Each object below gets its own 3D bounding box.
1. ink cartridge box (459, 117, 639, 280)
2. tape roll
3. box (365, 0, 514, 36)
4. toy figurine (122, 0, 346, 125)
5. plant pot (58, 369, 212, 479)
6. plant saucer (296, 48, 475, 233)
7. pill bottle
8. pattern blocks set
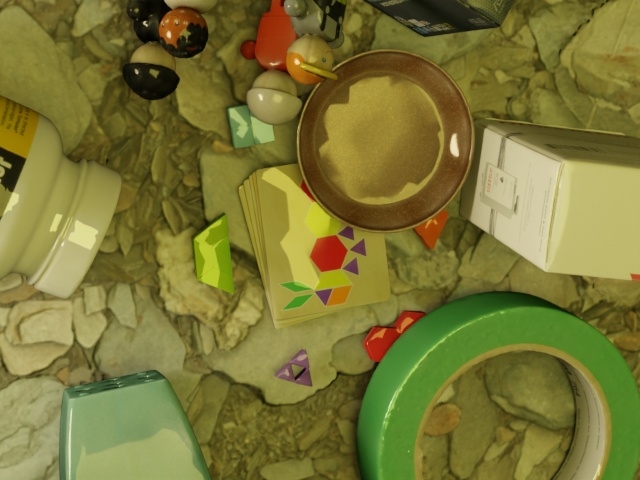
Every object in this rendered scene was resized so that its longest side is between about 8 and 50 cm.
[{"bbox_3d":[0.290,-0.044,1.816,0.207,0.283,0.117,5,101,-14],"label":"ink cartridge box"},{"bbox_3d":[0.202,0.220,1.927,0.321,0.077,0.321,-5,104,-18],"label":"tape roll"},{"bbox_3d":[0.082,-0.280,1.753,0.183,0.232,0.059,30,85,-16],"label":"box"},{"bbox_3d":[-0.085,-0.212,1.733,0.213,0.209,0.148,14,79,-17],"label":"toy figurine"},{"bbox_3d":[-0.198,0.264,1.816,0.165,0.165,0.234,-12,94,-11],"label":"plant pot"},{"bbox_3d":[0.067,-0.108,1.852,0.198,0.036,0.199,-2,99,-14],"label":"plant saucer"},{"bbox_3d":[-0.376,-0.069,1.699,0.333,0.188,0.188,24,93,-16],"label":"pill bottle"},{"bbox_3d":[0.000,0.000,1.885,0.285,0.026,0.325,-1,99,-14],"label":"pattern blocks set"}]
